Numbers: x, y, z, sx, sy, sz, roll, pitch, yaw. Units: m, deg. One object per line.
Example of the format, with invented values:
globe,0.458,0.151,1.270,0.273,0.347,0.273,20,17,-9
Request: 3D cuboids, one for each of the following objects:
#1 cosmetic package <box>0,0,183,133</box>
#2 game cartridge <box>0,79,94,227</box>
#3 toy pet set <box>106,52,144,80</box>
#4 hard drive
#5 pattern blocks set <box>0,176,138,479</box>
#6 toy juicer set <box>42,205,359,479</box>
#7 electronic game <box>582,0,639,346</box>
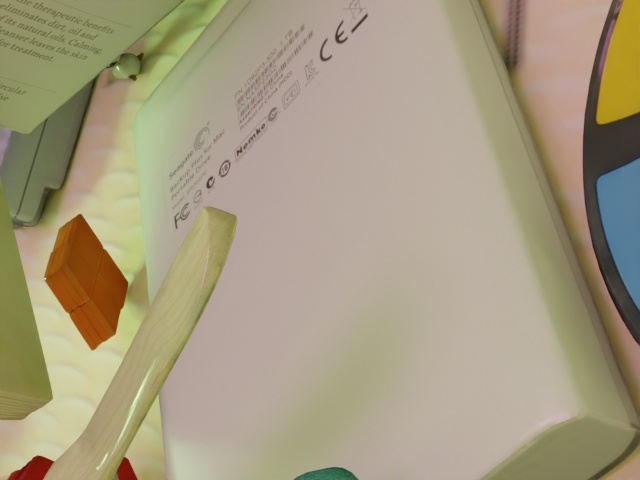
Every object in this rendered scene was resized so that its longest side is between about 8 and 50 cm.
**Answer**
cosmetic package,-0.094,-0.220,0.588,0.365,0.197,0.155,-35,61,24
game cartridge,-0.237,-0.105,0.944,0.294,0.060,0.196,-1,67,55
toy pet set,-0.095,-0.154,0.779,0.114,0.065,0.122,99,-173,-76
hard drive,0.000,0.000,0.549,0.203,0.040,0.307,-45,40,32
pattern blocks set,-0.192,0.000,0.607,0.026,0.285,0.325,-35,50,24
toy juicer set,-0.028,0.182,0.435,0.209,0.089,0.329,-41,55,42
electronic game,0.156,-0.054,0.348,0.229,0.048,0.229,-32,47,42
